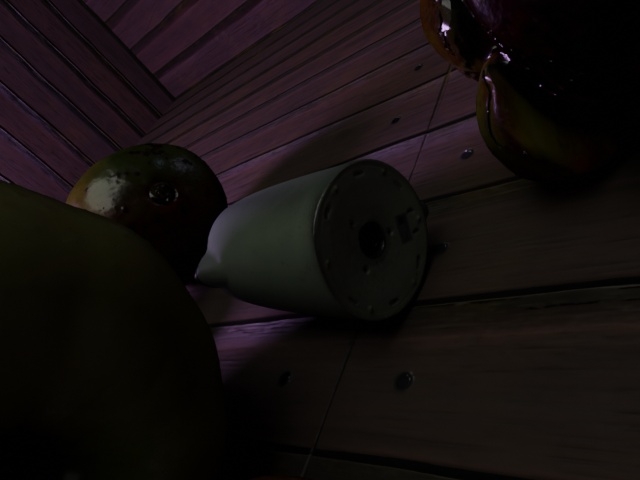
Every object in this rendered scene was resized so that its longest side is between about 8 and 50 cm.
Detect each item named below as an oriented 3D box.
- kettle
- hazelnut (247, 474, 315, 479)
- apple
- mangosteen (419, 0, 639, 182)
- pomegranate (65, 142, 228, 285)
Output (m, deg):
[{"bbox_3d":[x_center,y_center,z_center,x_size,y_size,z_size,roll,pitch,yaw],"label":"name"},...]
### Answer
[{"bbox_3d":[0.000,0.000,0.615,0.240,0.165,0.255,-26,11,-38],"label":"kettle"},{"bbox_3d":[-0.034,0.227,0.340,0.154,0.143,0.143,-35,27,42],"label":"hazelnut"},{"bbox_3d":[-0.326,0.164,0.460,0.473,0.473,0.473,-31,31,21],"label":"apple"},{"bbox_3d":[0.264,-0.264,0.414,0.421,0.381,0.381,-35,28,38],"label":"mangosteen"},{"bbox_3d":[-0.326,-0.044,0.945,0.291,0.291,0.323,-50,21,-13],"label":"pomegranate"}]
